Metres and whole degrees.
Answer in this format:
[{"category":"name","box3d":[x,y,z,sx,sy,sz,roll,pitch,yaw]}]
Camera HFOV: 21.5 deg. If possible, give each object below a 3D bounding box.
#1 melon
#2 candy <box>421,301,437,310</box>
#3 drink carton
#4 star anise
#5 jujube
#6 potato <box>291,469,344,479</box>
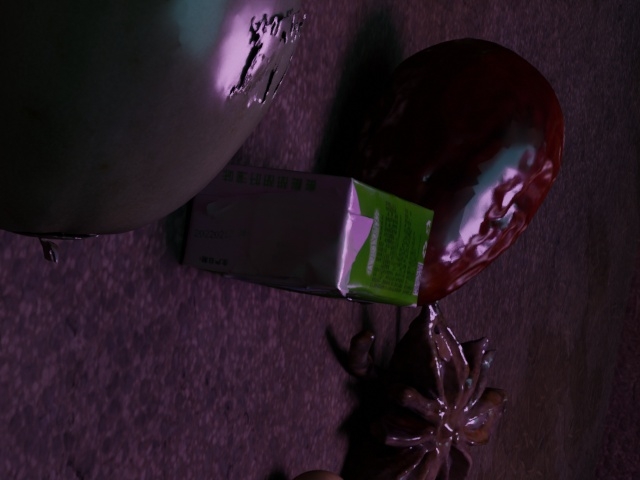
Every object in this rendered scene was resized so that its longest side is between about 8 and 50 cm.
[{"category":"melon","box3d":[-0.144,-0.151,1.051,0.268,0.268,0.330,9,96,-69]},{"category":"candy","box3d":[0.134,0.103,2.093,0.119,0.119,0.440,-36,136,-62]},{"category":"drink carton","box3d":[0.000,0.000,1.607,0.271,0.161,0.108,14,84,-69]},{"category":"star anise","box3d":[0.116,0.207,2.017,0.349,0.109,0.292,3,99,-53]},{"category":"jujube","box3d":[0.137,-0.079,1.870,0.318,0.223,0.223,-56,148,-27]},{"category":"potato","box3d":[-0.004,0.298,1.777,0.147,0.112,0.112,34,65,-70]}]
